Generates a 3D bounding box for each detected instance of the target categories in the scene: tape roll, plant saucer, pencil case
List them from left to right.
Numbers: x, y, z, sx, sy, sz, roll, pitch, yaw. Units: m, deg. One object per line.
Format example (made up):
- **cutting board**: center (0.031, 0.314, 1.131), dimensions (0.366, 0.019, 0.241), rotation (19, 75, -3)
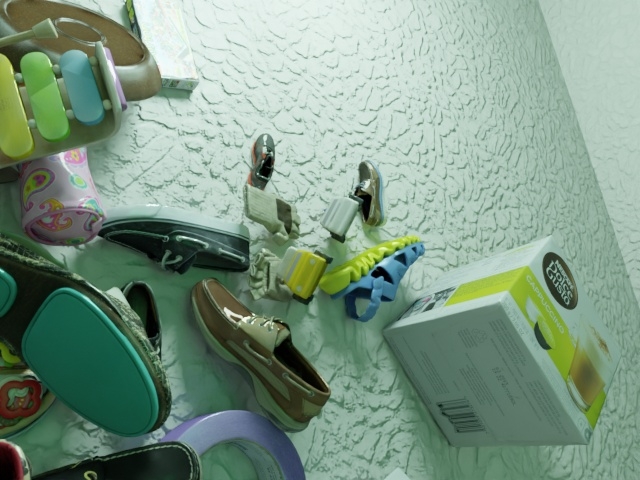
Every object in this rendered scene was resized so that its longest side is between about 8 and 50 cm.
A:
- **pencil case**: center (-0.428, -0.133, 0.799), dimensions (0.124, 0.124, 0.284), rotation (-2, 60, -38)
- **plant saucer**: center (-0.431, -0.352, 0.879), dimensions (0.310, 0.050, 0.311), rotation (22, 34, -16)
- **tape roll**: center (-0.158, 0.423, 0.807), dimensions (0.274, 0.090, 0.275), rotation (15, 63, -32)

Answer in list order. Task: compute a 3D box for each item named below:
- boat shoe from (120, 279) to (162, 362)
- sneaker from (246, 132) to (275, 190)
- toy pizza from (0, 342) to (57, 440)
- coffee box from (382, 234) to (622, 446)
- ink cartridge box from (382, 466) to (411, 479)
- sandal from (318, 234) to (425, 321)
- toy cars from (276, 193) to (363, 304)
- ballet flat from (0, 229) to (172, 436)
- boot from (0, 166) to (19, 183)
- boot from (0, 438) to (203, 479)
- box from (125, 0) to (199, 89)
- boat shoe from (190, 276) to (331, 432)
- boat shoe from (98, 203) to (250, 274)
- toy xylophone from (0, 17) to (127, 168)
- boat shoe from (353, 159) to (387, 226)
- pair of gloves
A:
- **boat shoe**: center (-0.300, 0.181, 0.813), dimensions (0.084, 0.079, 0.233), rotation (3, 70, -38)
- **sneaker**: center (-0.120, -0.183, 1.120), dimensions (0.061, 0.065, 0.158), rotation (21, 59, -29)
- **toy pizza**: center (-0.471, 0.187, 0.707), dimensions (0.201, 0.032, 0.201), rotation (16, 62, -32)
- **coffee box**: center (0.431, 0.241, 1.175), dimensions (0.334, 0.338, 0.338), rotation (-32, 92, -42)
- **ink cartridge box**: center (0.106, 0.571, 0.833), dimensions (0.223, 0.129, 0.307), rotation (40, 32, 29)
- **sandal**: center (0.138, 0.087, 1.173), dimensions (0.317, 0.126, 0.138), rotation (-27, 92, -33)
- **toy cars**: center (0.000, 0.000, 1.044), dimensions (0.087, 0.176, 0.394), rotation (27, 40, 4)
- **ballet flat**: center (-0.399, 0.084, 0.714), dimensions (0.483, 0.164, 0.182), rotation (36, 11, -8)
- **boot**: center (-0.529, -0.126, 0.764), dimensions (0.118, 0.087, 0.042), rotation (5, 67, -36)
- **boot**: center (-0.318, 0.303, 0.560), dimensions (0.377, 0.284, 0.138), rotation (-11, 55, -23)
- **box**: center (-0.343, -0.430, 1.077), dimensions (0.114, 0.036, 0.207), rotation (-7, 75, -39)
- **boat shoe**: center (-0.103, 0.185, 0.896), dimensions (0.324, 0.116, 0.123), rotation (48, 18, 6)
- **boat shoe**: center (-0.261, 0.010, 0.906), dimensions (0.301, 0.108, 0.102), rotation (11, 62, -42)
- **toy xylophone**: center (-0.448, -0.202, 0.695), dimensions (0.322, 0.081, 0.236), rotation (-27, 82, -14)
- **boat shoe**: center (0.124, -0.126, 1.283), dimensions (0.066, 0.066, 0.183), rotation (-2, 72, -37)
- **pair of gloves**: center (-0.095, 0.011, 1.032), dimensions (0.204, 0.042, 0.240), rotation (11, 68, -62)
